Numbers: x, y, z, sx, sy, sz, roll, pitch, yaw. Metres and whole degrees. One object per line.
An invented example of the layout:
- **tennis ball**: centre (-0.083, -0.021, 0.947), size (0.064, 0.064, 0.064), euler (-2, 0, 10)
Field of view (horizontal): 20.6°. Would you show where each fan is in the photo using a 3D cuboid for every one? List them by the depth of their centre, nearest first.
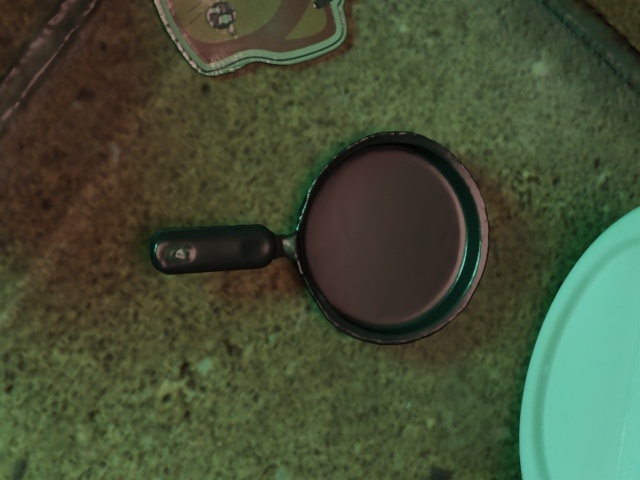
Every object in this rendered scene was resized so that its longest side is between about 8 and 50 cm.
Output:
- **fan**: centre (-0.079, -0.163, 1.062), size (0.220, 0.009, 0.132), euler (-7, 97, -24)

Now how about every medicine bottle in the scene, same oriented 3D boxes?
- **medicine bottle**: centre (0.288, 0.117, 1.117), size (0.240, 0.252, 0.253), euler (18, 87, -24)

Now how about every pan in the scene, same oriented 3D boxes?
- **pan**: centre (0.000, 0.000, 1.099), size (0.235, 0.028, 0.136), euler (-2, 94, -27)
